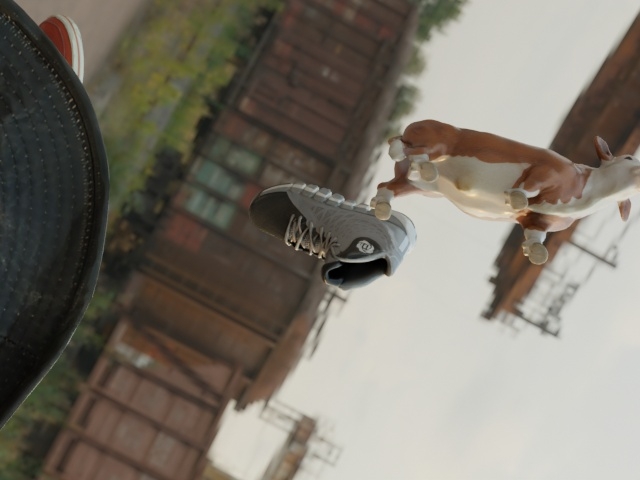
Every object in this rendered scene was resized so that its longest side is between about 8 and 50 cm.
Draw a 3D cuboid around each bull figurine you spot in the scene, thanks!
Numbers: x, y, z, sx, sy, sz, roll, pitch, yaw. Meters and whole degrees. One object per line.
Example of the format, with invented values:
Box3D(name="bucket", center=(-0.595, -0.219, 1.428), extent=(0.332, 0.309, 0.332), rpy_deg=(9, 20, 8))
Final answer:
Box3D(name="bull figurine", center=(0.209, -0.062, 1.565), extent=(0.188, 0.311, 0.101), rpy_deg=(-39, 136, -58))

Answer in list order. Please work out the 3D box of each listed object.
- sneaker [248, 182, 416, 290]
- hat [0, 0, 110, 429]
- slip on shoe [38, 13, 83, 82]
Box3D(name="sneaker", center=(0.000, 0.000, 1.809), extent=(0.132, 0.229, 0.086), rpy_deg=(-61, 156, -50))
Box3D(name="hat", center=(-0.267, -0.010, 0.700), extent=(0.331, 0.331, 0.134), rpy_deg=(-62, -175, -7))
Box3D(name="slip on shoe", center=(-0.421, -0.170, 1.972), extent=(0.123, 0.101, 0.331), rpy_deg=(9, -105, 47))
